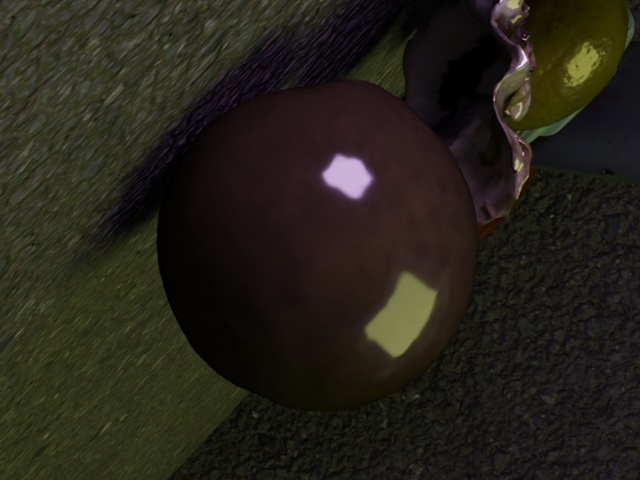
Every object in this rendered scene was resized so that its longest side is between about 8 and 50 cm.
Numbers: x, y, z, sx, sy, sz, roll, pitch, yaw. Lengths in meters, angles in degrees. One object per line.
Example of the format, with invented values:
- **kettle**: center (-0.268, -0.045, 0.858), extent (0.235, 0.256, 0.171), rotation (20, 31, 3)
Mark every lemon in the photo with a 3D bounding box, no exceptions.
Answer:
- **lemon**: center (0.192, -0.194, 1.870), extent (0.184, 0.184, 0.248), rotation (-43, 176, -36)

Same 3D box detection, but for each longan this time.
- **longan**: center (0.000, 0.000, 1.494), extent (0.258, 0.258, 0.258), rotation (-46, 175, -5)

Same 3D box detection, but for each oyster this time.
- **oyster**: center (0.117, -0.120, 1.681), extent (0.351, 0.115, 0.238), rotation (131, -26, -81)

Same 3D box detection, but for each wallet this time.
- **wallet**: center (0.288, -0.159, 2.301), extent (0.252, 0.360, 0.083), rotation (-46, 136, -41)

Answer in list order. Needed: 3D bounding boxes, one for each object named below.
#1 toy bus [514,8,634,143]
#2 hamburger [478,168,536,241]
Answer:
- **toy bus**: center (0.236, -0.210, 2.157), extent (0.133, 0.165, 0.271), rotation (-51, 173, 37)
- **hamburger**: center (0.147, -0.058, 2.615), extent (0.314, 0.170, 0.290), rotation (-48, 168, 32)
